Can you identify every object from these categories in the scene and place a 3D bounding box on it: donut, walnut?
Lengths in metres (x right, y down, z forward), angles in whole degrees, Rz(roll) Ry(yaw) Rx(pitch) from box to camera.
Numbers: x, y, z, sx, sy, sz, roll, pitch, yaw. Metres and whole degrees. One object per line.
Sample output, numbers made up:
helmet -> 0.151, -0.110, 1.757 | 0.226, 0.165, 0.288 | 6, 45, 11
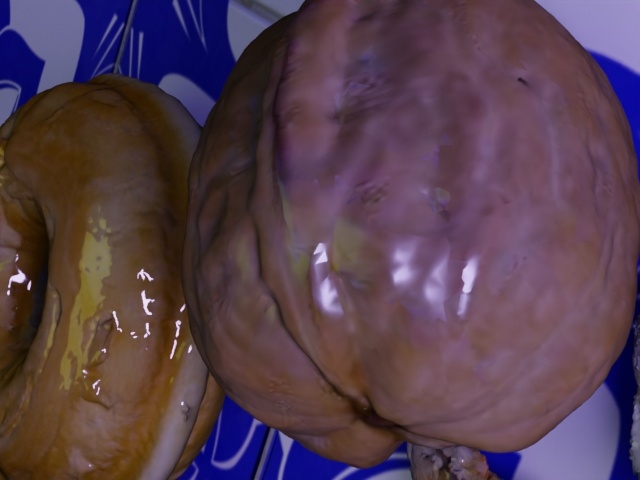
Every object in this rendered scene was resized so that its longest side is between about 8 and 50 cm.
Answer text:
donut -> -0.222, 0.057, 1.650 | 0.449, 0.198, 0.448 | -13, 73, 53
walnut -> 0.063, -0.026, 1.147 | 0.306, 0.306, 0.344 | -26, 49, 52

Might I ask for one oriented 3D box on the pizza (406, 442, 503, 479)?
pizza -> 0.117, 0.213, 1.226 | 0.185, 0.052, 0.195 | -56, 50, 43

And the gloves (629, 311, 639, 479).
gloves -> 0.239, 0.097, 1.054 | 0.114, 0.070, 0.153 | -17, 67, 55
